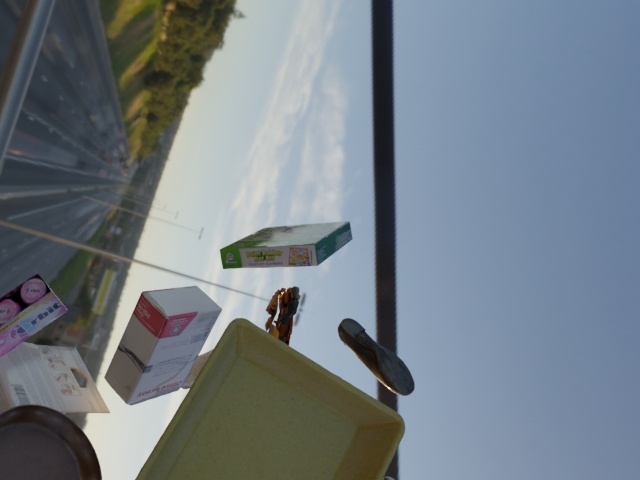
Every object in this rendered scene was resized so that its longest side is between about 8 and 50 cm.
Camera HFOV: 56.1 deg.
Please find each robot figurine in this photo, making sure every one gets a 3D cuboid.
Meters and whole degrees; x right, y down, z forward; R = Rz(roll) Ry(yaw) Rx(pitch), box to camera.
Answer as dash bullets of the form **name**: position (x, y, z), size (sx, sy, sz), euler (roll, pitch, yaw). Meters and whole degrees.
- **robot figurine**: position (-0.130, 0.268, 1.770), size (0.211, 0.085, 0.291), euler (127, -21, -63)

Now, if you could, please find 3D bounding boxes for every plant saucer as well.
- **plant saucer**: position (-0.083, 0.340, 0.914), size (0.333, 0.332, 0.081), euler (-60, -168, -17)
- **plant saucer**: position (-0.606, 0.505, 1.287), size (0.050, 0.310, 0.311), euler (-35, -150, 17)

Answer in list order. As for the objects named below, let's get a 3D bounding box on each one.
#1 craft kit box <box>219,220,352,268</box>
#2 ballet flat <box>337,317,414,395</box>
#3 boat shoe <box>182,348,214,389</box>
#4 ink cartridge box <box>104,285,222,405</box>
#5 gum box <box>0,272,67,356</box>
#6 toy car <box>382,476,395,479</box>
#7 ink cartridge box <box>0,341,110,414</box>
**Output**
- **craft kit box**: position (-0.077, 0.010, 1.466), size (0.250, 0.246, 0.061), euler (-34, 115, -65)
- **ballet flat**: position (0.132, 0.295, 1.497), size (0.084, 0.250, 0.058), euler (-25, 149, -45)
- **boat shoe**: position (-0.331, 0.381, 1.763), size (0.227, 0.079, 0.081), euler (-32, -148, 6)
- **ink cartridge box**: position (-0.415, 0.271, 1.583), size (0.117, 0.207, 0.283), euler (37, -71, 25)
- **gum box**: position (-0.661, 0.168, 1.299), size (0.188, 0.062, 0.107), euler (-39, 160, -21)
- **toy car**: position (0.106, 0.649, 1.485), size (0.136, 0.159, 0.182), euler (-165, -100, -73)
- **ink cartridge box**: position (-0.729, 0.375, 1.576), size (0.296, 0.261, 0.066), euler (39, -80, 41)
